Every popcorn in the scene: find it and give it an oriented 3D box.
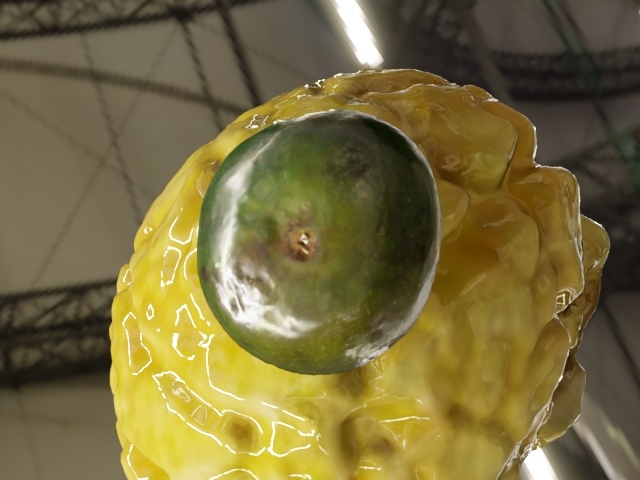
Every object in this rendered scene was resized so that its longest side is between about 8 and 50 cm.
[{"bbox_3d":[0.011,0.060,1.220,0.344,0.390,0.354,24,151,30],"label":"popcorn"}]

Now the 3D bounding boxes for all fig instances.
[{"bbox_3d":[0.000,0.000,0.770,0.117,0.117,0.177,55,-178,-2],"label":"fig"}]
